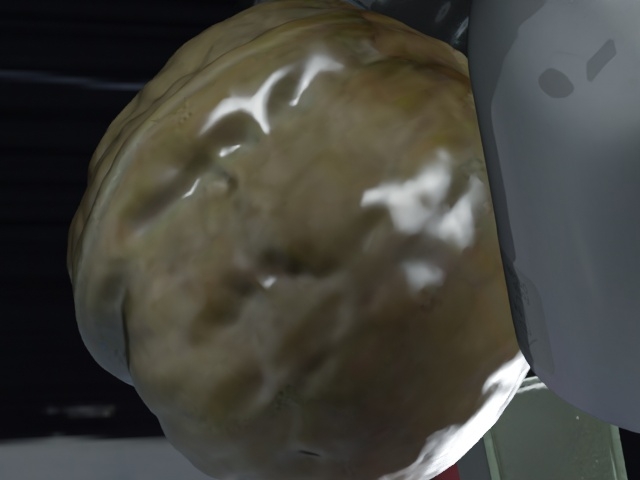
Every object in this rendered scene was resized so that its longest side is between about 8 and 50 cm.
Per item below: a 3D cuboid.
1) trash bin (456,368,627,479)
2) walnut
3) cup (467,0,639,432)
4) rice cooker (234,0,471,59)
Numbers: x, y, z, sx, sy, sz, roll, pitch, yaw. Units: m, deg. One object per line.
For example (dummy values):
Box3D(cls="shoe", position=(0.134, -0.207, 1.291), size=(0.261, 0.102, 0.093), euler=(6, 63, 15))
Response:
Box3D(cls="trash bin", position=(0.196, 0.191, 1.531), size=(0.240, 0.122, 0.164), euler=(-159, -124, -83))
Box3D(cls="walnut", position=(0.002, 0.001, 0.777), size=(0.248, 0.248, 0.248), euler=(180, -90, -70))
Box3D(cls="cup", position=(0.095, -0.033, 0.401), size=(0.134, 0.173, 0.142), euler=(8, -53, 33))
Box3D(cls="rice cooker", position=(0.078, -0.215, 1.332), size=(0.224, 0.267, 0.267), euler=(-56, -152, 10))
